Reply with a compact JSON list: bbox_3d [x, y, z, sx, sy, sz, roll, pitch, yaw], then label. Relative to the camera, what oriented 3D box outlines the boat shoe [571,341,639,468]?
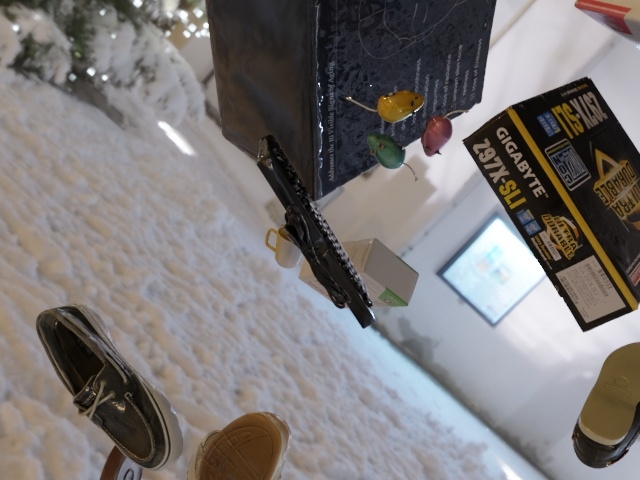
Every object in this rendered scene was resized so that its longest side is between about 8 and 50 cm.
[{"bbox_3d":[0.238,0.126,0.592,0.049,0.133,0.042,27,-45,31],"label":"boat shoe"}]

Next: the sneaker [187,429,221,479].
[{"bbox_3d":[-0.157,0.392,1.188,0.088,0.093,0.225,17,32,-21],"label":"sneaker"}]

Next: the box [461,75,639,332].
[{"bbox_3d":[0.331,-0.064,0.935,0.322,0.079,0.257,-26,81,-52],"label":"box"}]

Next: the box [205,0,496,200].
[{"bbox_3d":[0.066,-0.410,1.363,0.297,0.471,0.480,36,-35,32],"label":"box"}]

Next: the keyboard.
[{"bbox_3d":[0.000,0.000,1.079,0.317,0.033,0.201,57,15,-26],"label":"keyboard"}]

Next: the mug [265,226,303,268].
[{"bbox_3d":[-0.059,0.012,1.382,0.062,0.064,0.078,-3,34,-32],"label":"mug"}]

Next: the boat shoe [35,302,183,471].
[{"bbox_3d":[-0.363,0.248,1.236,0.335,0.121,0.119,47,14,15],"label":"boat shoe"}]

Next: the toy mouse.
[{"bbox_3d":[0.123,-0.133,1.019,0.031,0.161,0.143,-86,169,-54],"label":"toy mouse"}]

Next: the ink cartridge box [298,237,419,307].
[{"bbox_3d":[0.082,0.079,1.690,0.160,0.093,0.219,37,-29,-32],"label":"ink cartridge box"}]

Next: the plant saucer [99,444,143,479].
[{"bbox_3d":[-0.406,0.489,1.546,0.029,0.168,0.168,9,-3,13],"label":"plant saucer"}]

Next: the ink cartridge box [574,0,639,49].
[{"bbox_3d":[0.384,-0.204,0.720,0.218,0.092,0.158,22,15,-28],"label":"ink cartridge box"}]

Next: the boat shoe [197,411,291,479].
[{"bbox_3d":[-0.064,0.198,0.618,0.063,0.170,0.059,43,30,22],"label":"boat shoe"}]
